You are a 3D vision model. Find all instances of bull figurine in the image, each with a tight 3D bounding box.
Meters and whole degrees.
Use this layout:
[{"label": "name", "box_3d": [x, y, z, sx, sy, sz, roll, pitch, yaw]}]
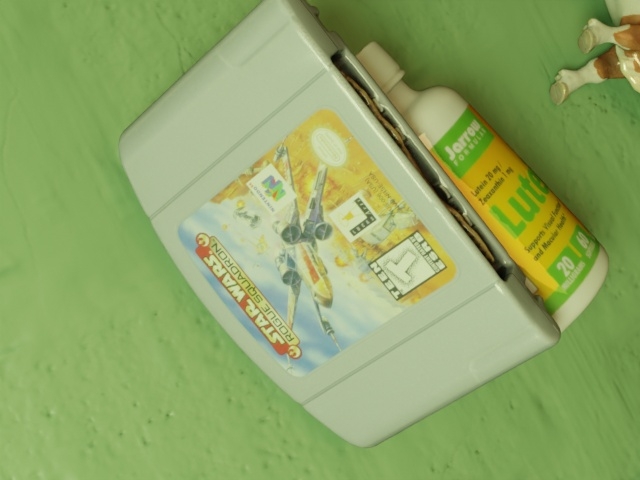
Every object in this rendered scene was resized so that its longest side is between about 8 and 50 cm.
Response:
[{"label": "bull figurine", "box_3d": [0.299, -0.214, 0.877, 0.188, 0.101, 0.311, -7, 81, -20]}]

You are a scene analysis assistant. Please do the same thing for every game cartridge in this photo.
[{"label": "game cartridge", "box_3d": [0.000, 0.000, 0.674, 0.297, 0.198, 0.062, 51, 25, -4]}]

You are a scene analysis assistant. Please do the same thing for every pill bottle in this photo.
[{"label": "pill bottle", "box_3d": [0.089, -0.030, 0.738, 0.246, 0.136, 0.136, 46, 67, -5]}]
